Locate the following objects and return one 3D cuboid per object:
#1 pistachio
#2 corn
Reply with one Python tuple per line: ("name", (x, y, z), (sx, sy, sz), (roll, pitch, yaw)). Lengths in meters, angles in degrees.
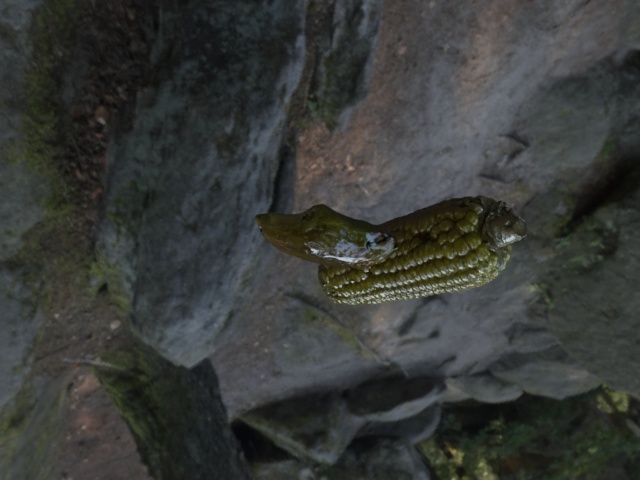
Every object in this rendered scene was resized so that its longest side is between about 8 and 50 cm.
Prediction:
("pistachio", (0.000, 0.000, 0.776), (0.089, 0.173, 0.049), (75, 28, -50))
("corn", (0.120, 0.019, 0.902), (0.119, 0.119, 0.322), (-9, 176, -43))
